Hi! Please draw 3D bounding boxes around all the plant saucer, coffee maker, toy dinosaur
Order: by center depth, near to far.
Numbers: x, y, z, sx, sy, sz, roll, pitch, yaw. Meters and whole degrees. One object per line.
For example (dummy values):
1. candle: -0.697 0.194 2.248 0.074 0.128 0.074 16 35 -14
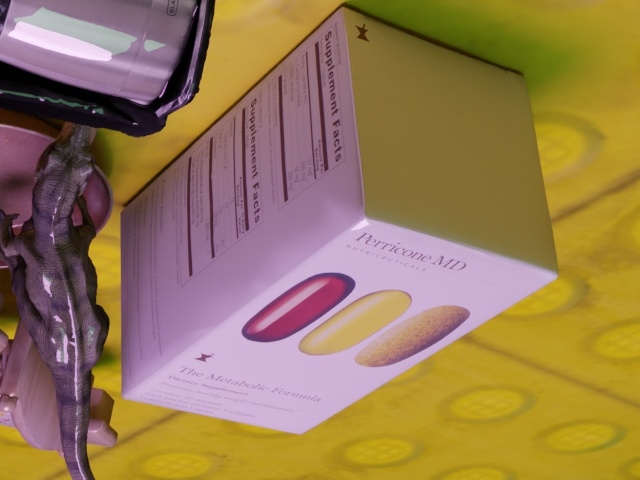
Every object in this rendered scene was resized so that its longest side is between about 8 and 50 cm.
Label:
1. coffee maker: -0.156 -0.105 0.687 0.178 0.120 0.171 10 148 -23
2. toy dinosaur: -0.147 0.046 0.870 0.064 0.118 0.268 -14 114 -19
3. plant saucer: -0.207 -0.034 0.897 0.168 0.029 0.168 -3 151 -2

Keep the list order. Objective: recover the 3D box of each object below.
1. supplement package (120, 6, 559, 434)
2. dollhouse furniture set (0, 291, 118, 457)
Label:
1. supplement package: 0.000 0.000 0.879 0.139 0.134 0.244 15 145 -32
2. dollhouse furniture set: -0.333 0.125 0.977 0.303 0.174 0.355 6 160 12
